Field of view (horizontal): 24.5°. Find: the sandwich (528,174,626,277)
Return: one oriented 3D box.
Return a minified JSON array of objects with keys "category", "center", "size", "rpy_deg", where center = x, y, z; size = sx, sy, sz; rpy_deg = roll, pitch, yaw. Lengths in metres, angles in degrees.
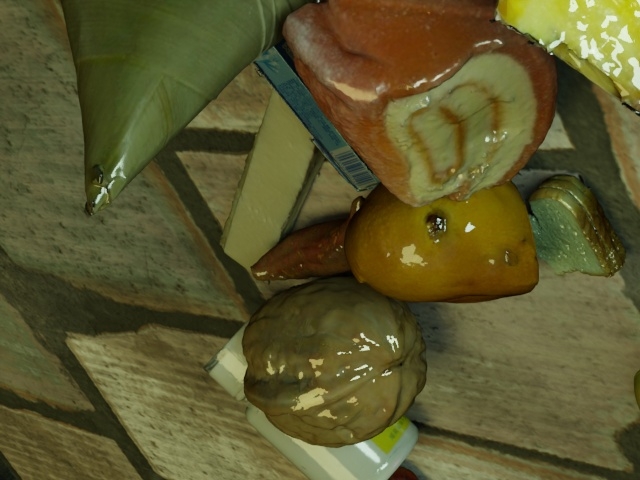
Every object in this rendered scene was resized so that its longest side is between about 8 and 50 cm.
[{"category":"sandwich","center":[0.224,-0.014,1.357],"size":[0.093,0.036,0.105],"rpy_deg":[4,132,51]}]

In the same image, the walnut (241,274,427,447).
[{"category":"walnut","center":[0.012,0.137,1.664],"size":[0.245,0.198,0.198],"rpy_deg":[-6,125,46]}]

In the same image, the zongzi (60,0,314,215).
[{"category":"zongzi","center":[-0.218,-0.266,1.215],"size":[0.447,0.418,0.181],"rpy_deg":[33,147,9]}]

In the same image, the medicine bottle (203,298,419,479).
[{"category":"medicine bottle","center":[-0.013,0.203,1.834],"size":[0.258,0.143,0.143],"rpy_deg":[42,151,0]}]

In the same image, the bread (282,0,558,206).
[{"category":"bread","center":[0.096,-0.127,1.225],"size":[0.123,0.190,0.244],"rpy_deg":[66,-174,30]}]

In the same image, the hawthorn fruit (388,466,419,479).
[{"category":"hawthorn fruit","center":[0.095,0.339,1.954],"size":[0.081,0.081,0.093],"rpy_deg":[43,168,1]}]

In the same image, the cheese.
[{"category":"cheese","center":[-0.051,-0.062,1.647],"size":[0.085,0.034,0.400],"rpy_deg":[43,151,10]}]

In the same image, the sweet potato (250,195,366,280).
[{"category":"sweet potato","center":[0.010,0.003,1.618],"size":[0.078,0.058,0.255],"rpy_deg":[24,155,-22]}]

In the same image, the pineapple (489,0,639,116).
[{"category":"pineapple","center":[0.322,-0.174,0.940],"size":[0.344,0.286,0.209],"rpy_deg":[34,-164,3]}]

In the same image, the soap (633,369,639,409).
[{"category":"soap","center":[0.362,0.165,1.413],"size":[0.140,0.045,0.089],"rpy_deg":[13,135,43]}]

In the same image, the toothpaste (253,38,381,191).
[{"category":"toothpaste","center":[-0.017,-0.170,1.421],"size":[0.272,0.066,0.053],"rpy_deg":[51,151,-14]}]

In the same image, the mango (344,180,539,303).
[{"category":"mango","center":[0.106,-0.005,1.409],"size":[0.236,0.166,0.136],"rpy_deg":[110,155,-80]}]
